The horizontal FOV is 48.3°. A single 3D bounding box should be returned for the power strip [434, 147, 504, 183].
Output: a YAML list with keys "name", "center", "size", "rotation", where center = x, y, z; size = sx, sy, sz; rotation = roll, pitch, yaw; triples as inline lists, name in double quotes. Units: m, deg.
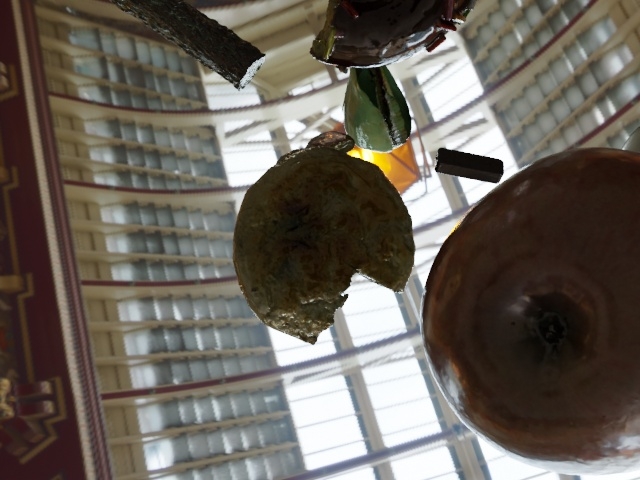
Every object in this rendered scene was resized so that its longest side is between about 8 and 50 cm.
- name: "power strip"
  center: [0.240, -0.121, 1.157]
  size: [0.111, 0.029, 0.038]
  rotation: [12, -128, 0]

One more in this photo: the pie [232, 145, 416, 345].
- name: "pie"
  center: [0.000, 0.000, 1.196]
  size: [0.338, 0.075, 0.337]
  rotation: [1, -92, -17]

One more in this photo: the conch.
- name: "conch"
  center: [0.110, -0.252, 1.355]
  size: [0.137, 0.250, 0.143]
  rotation: [15, -103, 7]

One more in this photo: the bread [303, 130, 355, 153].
- name: "bread"
  center: [0.008, -0.162, 1.305]
  size: [0.136, 0.054, 0.154]
  rotation: [-17, -148, 43]

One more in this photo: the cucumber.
- name: "cucumber"
  center: [-0.279, -0.434, 1.418]
  size: [0.359, 0.096, 0.096]
  rotation: [35, -98, 1]

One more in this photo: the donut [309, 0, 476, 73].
- name: "donut"
  center: [0.093, -0.375, 0.893]
  size: [0.259, 0.345, 0.136]
  rotation: [-4, -141, 9]

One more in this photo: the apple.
- name: "apple"
  center: [0.254, 0.075, 0.723]
  size: [0.345, 0.269, 0.344]
  rotation: [-12, -106, 45]

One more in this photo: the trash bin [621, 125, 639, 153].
- name: "trash bin"
  center: [0.624, -0.069, 1.213]
  size: [0.280, 0.432, 0.280]
  rotation: [13, -65, 28]
